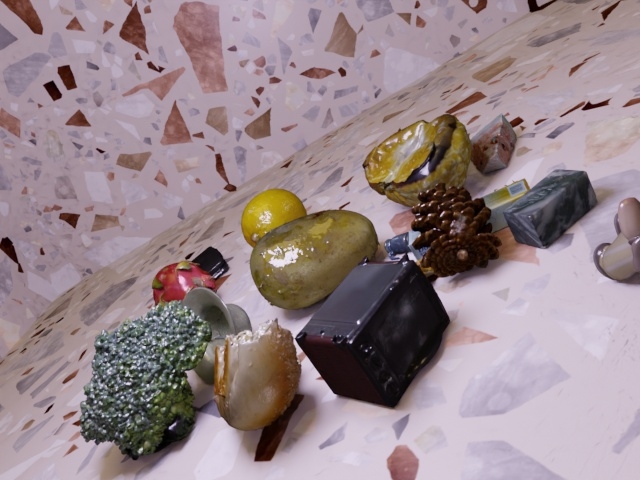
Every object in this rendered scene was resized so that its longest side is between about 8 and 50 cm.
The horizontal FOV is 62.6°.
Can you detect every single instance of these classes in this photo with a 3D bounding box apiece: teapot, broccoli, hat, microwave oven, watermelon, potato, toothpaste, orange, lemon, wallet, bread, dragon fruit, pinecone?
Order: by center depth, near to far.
[{"bbox_3d":[0.108,0.169,1.020,0.188,0.178,0.247,-9,31,53],"label":"microwave oven"},{"bbox_3d":[-0.130,0.287,1.074,0.314,0.171,0.192,127,145,-60],"label":"bread"},{"bbox_3d":[0.289,-0.034,1.164,0.168,0.185,0.212,130,145,-55],"label":"pinecone"},{"bbox_3d":[-0.425,0.344,1.277,0.277,0.317,0.338,9,43,-3],"label":"broccoli"},{"bbox_3d":[0.365,-0.046,1.283,0.313,0.071,0.089,-25,24,21],"label":"toothpaste"},{"bbox_3d":[0.216,0.016,1.405,0.049,0.063,0.083,-7,-10,-44],"label":"teapot"},{"bbox_3d":[-0.259,0.244,1.417,0.257,0.257,0.130,-13,-5,43],"label":"hat"},{"bbox_3d":[-0.018,0.039,1.454,0.359,0.219,0.270,-27,29,-5],"label":"potato"},{"bbox_3d":[0.307,-0.219,1.545,0.271,0.210,0.369,-61,24,-7],"label":"orange"},{"bbox_3d":[0.512,-0.273,1.580,0.154,0.094,0.241,-31,22,27],"label":"watermelon"},{"bbox_3d":[-0.478,0.177,1.839,0.224,0.224,0.227,-45,25,-28],"label":"dragon fruit"},{"bbox_3d":[-0.164,-0.070,1.888,0.236,0.236,0.263,-14,45,42],"label":"lemon"},{"bbox_3d":[-0.497,0.115,2.214,0.197,0.051,0.377,-40,21,-10],"label":"wallet"}]

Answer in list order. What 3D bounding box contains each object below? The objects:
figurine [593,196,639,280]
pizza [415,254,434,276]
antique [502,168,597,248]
[{"bbox_3d":[0.548,0.012,0.732,0.248,0.203,0.380,-29,8,-9],"label":"figurine"},{"bbox_3d":[0.156,0.104,1.222,0.271,0.056,0.134,-27,-10,8],"label":"pizza"},{"bbox_3d":[0.497,-0.075,1.127,0.183,0.086,0.088,-37,21,-12],"label":"antique"}]
